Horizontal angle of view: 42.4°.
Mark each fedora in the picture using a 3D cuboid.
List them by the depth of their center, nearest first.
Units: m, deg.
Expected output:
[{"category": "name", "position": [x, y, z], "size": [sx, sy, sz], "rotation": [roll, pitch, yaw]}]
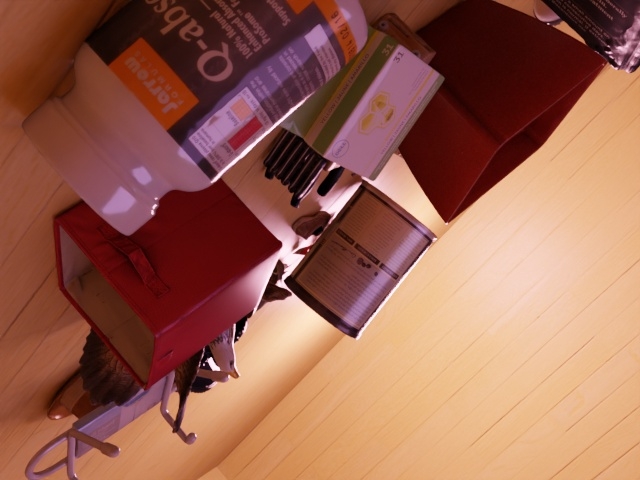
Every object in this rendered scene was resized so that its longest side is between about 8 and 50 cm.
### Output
[{"category": "fedora", "position": [-0.381, 0.271, 1.435], "size": [0.194, 0.079, 0.194], "rotation": [-41, 168, -11]}]

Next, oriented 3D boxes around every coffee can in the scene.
[{"category": "coffee can", "position": [0.084, 0.040, 1.741], "size": [0.275, 0.201, 0.201], "rotation": [-52, 167, 3]}]

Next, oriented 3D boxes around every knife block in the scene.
[{"category": "knife block", "position": [0.036, -0.175, 1.226], "size": [0.275, 0.088, 0.242], "rotation": [-42, 168, -7]}]

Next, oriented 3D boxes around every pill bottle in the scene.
[{"category": "pill bottle", "position": [-0.107, -0.144, 0.715], "size": [0.278, 0.162, 0.162], "rotation": [-43, 168, -4]}]

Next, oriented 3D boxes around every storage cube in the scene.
[{"category": "storage cube", "position": [-0.187, 0.032, 1.003], "size": [0.193, 0.184, 0.215], "rotation": [-36, 166, -30]}]

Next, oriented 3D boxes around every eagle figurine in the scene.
[{"category": "eagle figurine", "position": [-0.186, 0.125, 1.210], "size": [0.298, 0.225, 0.226], "rotation": [-33, 165, -41]}]

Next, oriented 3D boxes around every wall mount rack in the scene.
[{"category": "wall mount rack", "position": [-0.293, 0.299, 1.339], "size": [0.350, 0.130, 0.304], "rotation": [-32, 159, -34]}]

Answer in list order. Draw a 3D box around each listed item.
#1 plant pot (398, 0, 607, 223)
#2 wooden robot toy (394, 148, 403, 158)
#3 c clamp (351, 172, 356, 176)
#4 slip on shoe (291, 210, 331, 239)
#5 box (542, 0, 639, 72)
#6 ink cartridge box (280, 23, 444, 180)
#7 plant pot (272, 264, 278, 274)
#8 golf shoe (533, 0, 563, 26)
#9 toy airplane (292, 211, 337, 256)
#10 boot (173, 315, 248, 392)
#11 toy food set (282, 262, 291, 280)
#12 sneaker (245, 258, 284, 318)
[{"category": "plant pot", "position": [0.251, -0.235, 1.352], "size": [0.267, 0.236, 0.267], "rotation": [-38, 167, -23]}, {"category": "wooden robot toy", "position": [0.202, -0.205, 1.621], "size": [0.076, 0.079, 0.173], "rotation": [-57, 178, -37]}, {"category": "c clamp", "position": [0.117, -0.188, 1.582], "size": [0.137, 0.022, 0.161], "rotation": [-41, 168, -10]}, {"category": "slip on shoe", "position": [-0.010, -0.028, 1.673], "size": [0.051, 0.041, 0.135], "rotation": [-48, 167, 20]}, {"category": "box", "position": [0.468, -0.521, 0.936], "size": [0.480, 0.297, 0.472], "rotation": [-42, 169, -2]}, {"category": "ink cartridge box", "position": [0.036, -0.185, 1.029], "size": [0.235, 0.056, 0.171], "rotation": [19, 110, -52]}, {"category": "plant pot", "position": [-0.131, 0.046, 1.488], "size": [0.079, 0.083, 0.083], "rotation": [-33, 170, 12]}, {"category": "golf shoe", "position": [0.435, -0.497, 1.428], "size": [0.120, 0.105, 0.273], "rotation": [-12, 144, -37]}, {"category": "toy airplane", "position": [0.000, 0.000, 1.830], "size": [0.151, 0.028, 0.151], "rotation": [-41, 166, -13]}, {"category": "boot", "position": [-0.223, 0.224, 1.722], "size": [0.207, 0.094, 0.246], "rotation": [-42, 162, 13]}, {"category": "toy food set", "position": [-0.099, 0.079, 1.804], "size": [0.082, 0.020, 0.083], "rotation": [-36, 165, -30]}, {"category": "sneaker", "position": [-0.111, 0.080, 1.690], "size": [0.086, 0.064, 0.192], "rotation": [-42, 170, -44]}]
